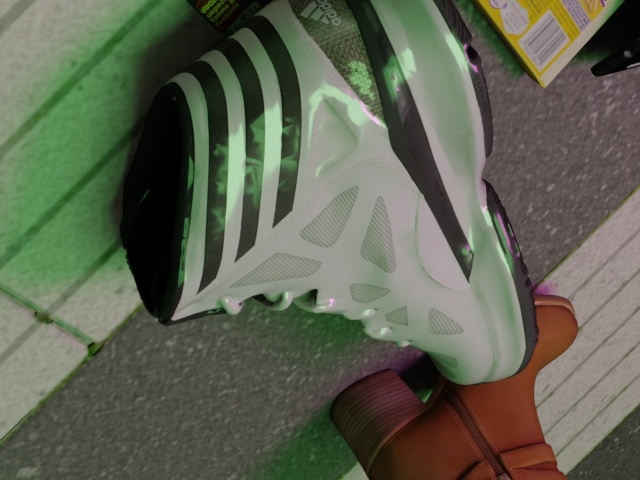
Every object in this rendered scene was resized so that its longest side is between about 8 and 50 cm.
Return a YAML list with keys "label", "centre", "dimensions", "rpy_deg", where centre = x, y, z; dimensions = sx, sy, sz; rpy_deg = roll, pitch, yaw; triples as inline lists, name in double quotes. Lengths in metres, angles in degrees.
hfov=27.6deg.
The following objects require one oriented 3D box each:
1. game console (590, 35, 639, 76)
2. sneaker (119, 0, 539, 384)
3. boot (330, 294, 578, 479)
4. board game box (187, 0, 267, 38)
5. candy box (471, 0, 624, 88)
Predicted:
- label: "game console"
  centre: [0.273, -0.194, 1.070]
  dimensions: [0.107, 0.071, 0.122]
  rpy_deg: [-33, 172, 38]
- label: "sneaker"
  centre: [0.000, -0.001, 0.946]
  dimensions: [0.257, 0.169, 0.447]
  rpy_deg: [-25, 141, -1]
- label: "boot"
  centre: [0.177, 0.174, 1.188]
  dimensions: [0.283, 0.220, 0.109]
  rpy_deg: [-20, 137, -29]
- label: "board game box"
  centre: [-0.004, -0.249, 0.766]
  dimensions: [0.260, 0.030, 0.136]
  rpy_deg: [-46, 141, 4]
- label: "candy box"
  centre: [0.160, -0.201, 0.966]
  dimensions: [0.105, 0.027, 0.206]
  rpy_deg: [-49, 143, 2]
